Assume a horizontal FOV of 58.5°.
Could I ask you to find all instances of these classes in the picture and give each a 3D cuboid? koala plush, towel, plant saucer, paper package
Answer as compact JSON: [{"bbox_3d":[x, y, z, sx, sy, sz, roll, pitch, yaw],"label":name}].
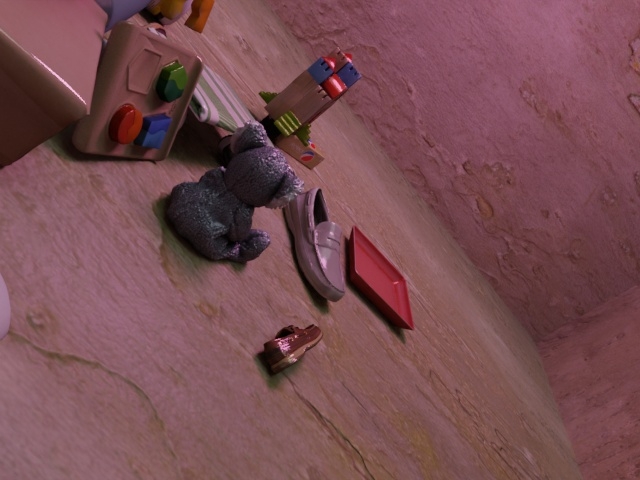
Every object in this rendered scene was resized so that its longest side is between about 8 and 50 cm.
[{"bbox_3d":[-0.143,-0.088,1.038,0.196,0.221,0.203,58,21,11],"label":"koala plush"},{"bbox_3d":[-0.233,-0.312,1.249,0.248,0.038,0.325,54,12,14],"label":"towel"},{"bbox_3d":[0.162,0.111,1.634,0.258,0.047,0.259,45,23,-21],"label":"plant saucer"},{"bbox_3d":[-0.455,-0.308,0.732,0.325,0.168,0.310,48,19,-43],"label":"paper package"}]

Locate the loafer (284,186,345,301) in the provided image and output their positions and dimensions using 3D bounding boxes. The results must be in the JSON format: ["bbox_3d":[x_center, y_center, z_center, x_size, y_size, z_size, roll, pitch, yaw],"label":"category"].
[{"bbox_3d":[0.000,0.000,1.364,0.112,0.111,0.320,29,31,-48],"label":"loafer"}]

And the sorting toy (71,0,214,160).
[{"bbox_3d":[-0.271,-0.276,0.951,0.041,0.307,0.229,29,11,15],"label":"sorting toy"}]

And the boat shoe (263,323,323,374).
[{"bbox_3d":[-0.048,0.181,1.040,0.060,0.064,0.178,57,23,4],"label":"boat shoe"}]

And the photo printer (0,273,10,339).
[{"bbox_3d":[-0.420,-0.005,0.465,0.308,0.107,0.256,58,21,9],"label":"photo printer"}]

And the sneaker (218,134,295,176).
[{"bbox_3d":[-0.143,-0.160,1.369,0.234,0.078,0.106,25,37,-45],"label":"sneaker"}]

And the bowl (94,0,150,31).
[{"bbox_3d":[-0.438,-0.456,0.949,0.311,0.311,0.163,38,46,-37],"label":"bowl"}]

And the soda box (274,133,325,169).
[{"bbox_3d":[-0.067,-0.291,1.756,0.181,0.061,0.058,29,32,-48],"label":"soda box"}]

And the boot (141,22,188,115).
[{"bbox_3d":[-0.357,-0.361,1.255,0.207,0.090,0.248,62,14,-18],"label":"boot"}]

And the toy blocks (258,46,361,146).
[{"bbox_3d":[-0.004,-0.412,1.562,0.191,0.261,0.381,50,12,-7],"label":"toy blocks"}]

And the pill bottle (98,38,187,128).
[{"bbox_3d":[-0.344,-0.272,1.056,0.193,0.108,0.108,30,31,-48],"label":"pill bottle"}]

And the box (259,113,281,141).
[{"bbox_3d":[-0.144,-0.307,1.581,0.062,0.083,0.052,49,20,-12],"label":"box"}]

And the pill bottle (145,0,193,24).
[{"bbox_3d":[-0.454,-0.722,1.424,0.334,0.188,0.188,39,25,-33],"label":"pill bottle"}]
